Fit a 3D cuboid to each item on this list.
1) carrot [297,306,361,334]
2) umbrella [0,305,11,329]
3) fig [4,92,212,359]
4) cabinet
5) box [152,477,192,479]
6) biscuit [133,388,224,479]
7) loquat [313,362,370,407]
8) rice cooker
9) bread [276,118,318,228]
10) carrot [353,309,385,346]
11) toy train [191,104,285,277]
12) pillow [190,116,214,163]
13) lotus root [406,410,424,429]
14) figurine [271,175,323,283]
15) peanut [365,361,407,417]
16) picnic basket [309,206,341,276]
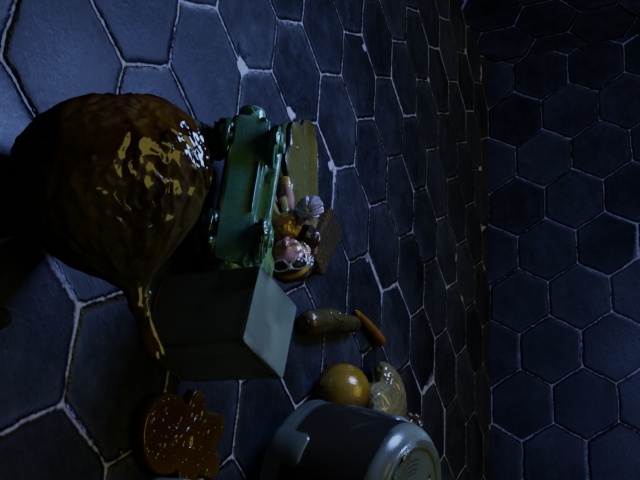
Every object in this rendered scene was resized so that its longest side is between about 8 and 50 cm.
[{"bbox_3d":[0.036,0.201,2.121,0.342,0.070,0.070,13,72,-66],"label":"carrot"},{"bbox_3d":[-0.455,0.091,1.113,0.036,0.031,0.133,-64,149,-6],"label":"umbrella"},{"bbox_3d":[-0.266,-0.015,1.205,0.286,0.286,0.369,-14,81,-65],"label":"fig"},{"bbox_3d":[-0.174,0.151,1.498,0.150,0.206,0.145,53,39,-47],"label":"cabinet"},{"bbox_3d":[-0.234,0.626,1.375,0.367,0.090,0.373,64,33,-35],"label":"box"},{"bbox_3d":[-0.246,0.344,1.495,0.236,0.039,0.180,41,52,-56],"label":"biscuit"},{"bbox_3d":[0.051,0.359,2.030,0.141,0.141,0.141,-7,90,-66],"label":"loquat"},{"bbox_3d":[0.053,0.501,1.767,0.335,0.325,0.335,-15,108,-54],"label":"rice cooker"},{"bbox_3d":[-0.061,-0.163,2.006,0.207,0.056,0.287,30,56,-63],"label":"bread"},{"bbox_3d":[0.130,0.237,2.357,0.190,0.037,0.037,52,39,-43],"label":"carrot"},{"bbox_3d":[-0.144,-0.070,1.642,0.237,0.150,0.369,84,13,-66],"label":"toy train"},{"bbox_3d":[-0.246,-0.186,1.616,0.241,0.051,0.093,17,73,-67],"label":"pillow"},{"bbox_3d":[0.238,0.613,2.424,0.110,0.097,0.259,19,75,-56],"label":"lotus root"},{"bbox_3d":[-0.077,-0.027,1.845,0.116,0.174,0.240,94,-13,-78],"label":"figurine"},{"bbox_3d":[0.173,0.437,2.305,0.233,0.110,0.197,-58,136,-51],"label":"peanut"},{"bbox_3d":[0.000,0.000,2.104,0.193,0.054,0.110,-67,143,-50],"label":"picnic basket"}]
